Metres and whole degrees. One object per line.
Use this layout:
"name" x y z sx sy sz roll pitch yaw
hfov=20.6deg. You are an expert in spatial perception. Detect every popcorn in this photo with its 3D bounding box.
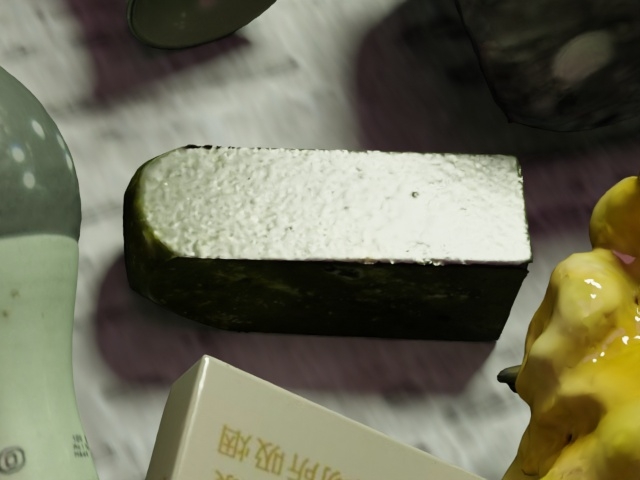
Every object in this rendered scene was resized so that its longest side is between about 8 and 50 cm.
"popcorn" 0.207 0.090 0.857 0.281 0.297 0.316 11 75 36

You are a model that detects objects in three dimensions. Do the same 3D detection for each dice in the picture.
"dice" 0.157 -0.187 1.048 0.183 0.181 0.182 -25 56 7

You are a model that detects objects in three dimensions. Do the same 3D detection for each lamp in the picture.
"lamp" -0.173 0.036 0.870 0.182 0.182 0.314 -31 72 -27

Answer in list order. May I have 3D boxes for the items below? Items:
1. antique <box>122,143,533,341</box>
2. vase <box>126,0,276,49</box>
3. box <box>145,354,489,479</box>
"antique" 0.000 0.000 0.984 0.221 0.080 0.081 2 55 -8
"vase" -0.133 -0.279 1.108 0.173 0.173 0.321 -21 69 -23
"box" -0.012 0.249 0.791 0.204 0.051 0.365 26 53 -18
